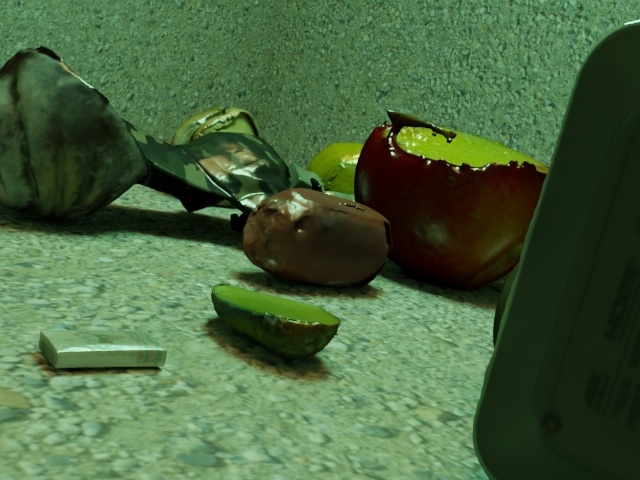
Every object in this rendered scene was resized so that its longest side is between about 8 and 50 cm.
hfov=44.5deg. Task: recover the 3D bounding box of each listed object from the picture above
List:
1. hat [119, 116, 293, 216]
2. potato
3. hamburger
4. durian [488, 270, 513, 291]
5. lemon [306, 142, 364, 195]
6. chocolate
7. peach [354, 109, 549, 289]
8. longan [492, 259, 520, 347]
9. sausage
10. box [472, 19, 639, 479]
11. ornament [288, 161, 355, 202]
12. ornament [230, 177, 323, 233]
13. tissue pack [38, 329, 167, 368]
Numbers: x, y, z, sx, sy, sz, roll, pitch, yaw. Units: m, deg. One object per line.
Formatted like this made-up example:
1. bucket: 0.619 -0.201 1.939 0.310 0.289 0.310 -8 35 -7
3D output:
1. hat: -0.247 -0.175 1.523 0.366 0.257 0.381 7 -37 54
2. potato: -0.060 0.095 0.906 0.198 0.054 0.119 14 8 39
3. hamburger: -0.241 -0.208 1.938 0.146 0.243 0.286 17 -6 38
4. durian: 0.508 0.039 1.615 0.305 0.195 0.186 15 2 25
5. lemon: 0.070 -0.133 1.948 0.229 0.228 0.253 11 2 -11
6. chocolate: -0.460 -0.143 1.298 0.303 0.213 0.303 35 -24 18
7. peach: 0.249 -0.067 1.536 0.406 0.309 0.335 25 18 25
8. longan: 0.341 0.096 0.803 0.289 0.288 0.350 7 0 -33
9. sausage: 0.000 0.000 1.271 0.280 0.152 0.152 9 9 -40
10. box: 0.320 0.061 0.536 0.111 0.395 0.397 8 9 -46
11. ornament: 0.028 -0.076 1.755 0.285 0.120 0.130 24 30 -14
12. ornament: -0.082 -0.030 1.592 0.196 0.153 0.166 -12 10 -3
13. tissue pack: -0.206 0.102 0.740 0.108 0.023 0.056 4 12 -38
